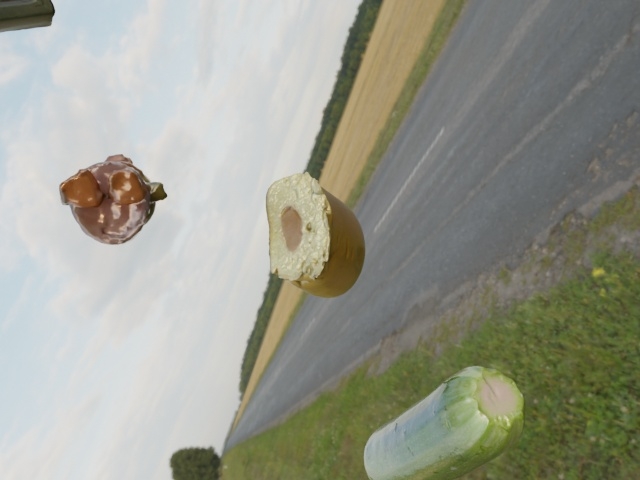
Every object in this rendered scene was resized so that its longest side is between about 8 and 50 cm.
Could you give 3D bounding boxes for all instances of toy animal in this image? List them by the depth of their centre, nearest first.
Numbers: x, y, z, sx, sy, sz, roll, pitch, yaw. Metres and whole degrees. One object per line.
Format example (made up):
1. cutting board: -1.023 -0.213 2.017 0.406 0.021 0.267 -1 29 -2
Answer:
1. toy animal: -0.402 -0.082 1.145 0.281 0.196 0.169 -132 40 -72

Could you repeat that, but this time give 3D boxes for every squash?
1. squash: 0.086 0.158 0.452 0.229 0.066 0.066 113 176 -56

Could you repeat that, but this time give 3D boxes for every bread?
1. bread: 0.002 -0.001 0.708 0.173 0.085 0.134 26 -125 -67

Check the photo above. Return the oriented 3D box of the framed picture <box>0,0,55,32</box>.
1. framed picture: -0.356 -0.278 0.358 0.247 0.335 0.022 -26 5 -35
